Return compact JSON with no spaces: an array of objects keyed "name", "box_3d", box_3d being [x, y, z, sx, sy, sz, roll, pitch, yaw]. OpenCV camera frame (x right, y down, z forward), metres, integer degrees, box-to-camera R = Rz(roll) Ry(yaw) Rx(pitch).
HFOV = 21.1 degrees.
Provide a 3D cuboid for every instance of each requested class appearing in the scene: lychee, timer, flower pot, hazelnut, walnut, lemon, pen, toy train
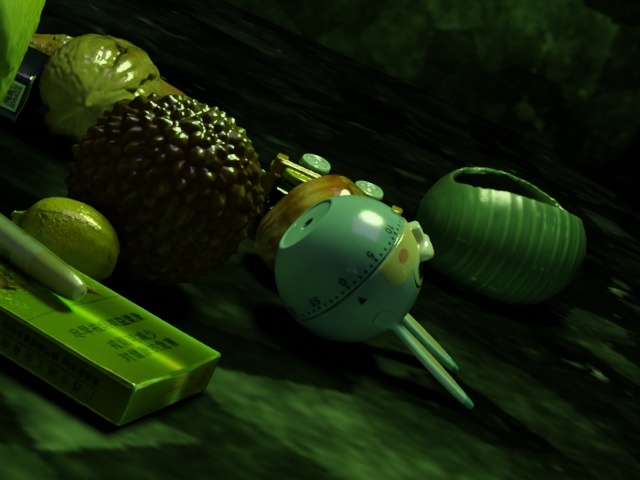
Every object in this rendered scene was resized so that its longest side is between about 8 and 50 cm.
[{"name":"lychee","box_3d":[-0.162,-0.047,1.724,0.200,0.238,0.200,25,51,-35]},{"name":"timer","box_3d":[0.075,0.050,1.832,0.255,0.175,0.175,24,14,-9]},{"name":"flower pot","box_3d":[0.243,-0.004,2.322,0.243,0.157,0.189,20,16,-23]},{"name":"hazelnut","box_3d":[0.000,0.000,1.983,0.150,0.150,0.150,23,14,-6]},{"name":"walnut","box_3d":[-0.272,-0.178,2.117,0.155,0.155,0.184,24,9,-2]},{"name":"lemon","box_3d":[-0.243,0.000,1.625,0.110,0.082,0.082,25,14,-9]},{"name":"pen","box_3d":[-0.287,-0.008,1.513,0.233,0.032,0.040,34,-7,28]},{"name":"toy train","box_3d":[0.007,-0.033,2.175,0.219,0.089,0.127,26,24,0]}]

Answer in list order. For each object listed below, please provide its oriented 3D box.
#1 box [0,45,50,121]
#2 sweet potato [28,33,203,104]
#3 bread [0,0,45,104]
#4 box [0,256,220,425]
[{"name":"box","box_3d":[-0.466,-0.240,2.158,0.259,0.071,0.168,23,14,-2]},{"name":"sweet potato","box_3d":[-0.311,-0.217,2.295,0.354,0.095,0.106,19,19,-16]},{"name":"bread","box_3d":[-0.449,-0.237,1.692,0.348,0.348,0.308,21,25,-15]},{"name":"box","box_3d":[-0.254,0.054,1.492,0.311,0.043,0.173,29,14,15]}]
